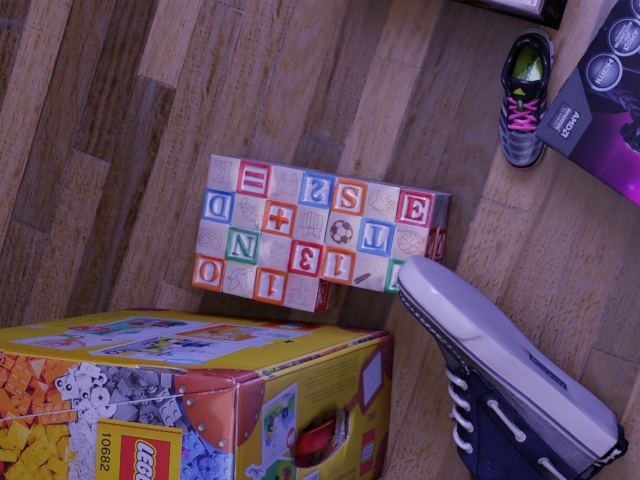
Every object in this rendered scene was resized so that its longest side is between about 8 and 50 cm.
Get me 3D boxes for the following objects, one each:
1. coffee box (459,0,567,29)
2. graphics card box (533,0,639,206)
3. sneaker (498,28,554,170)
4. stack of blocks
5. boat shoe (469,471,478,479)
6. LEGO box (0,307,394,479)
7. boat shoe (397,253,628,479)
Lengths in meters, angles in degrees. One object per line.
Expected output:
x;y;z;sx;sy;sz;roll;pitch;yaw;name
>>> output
0.168;-0.333;1.550;0.246;0.141;0.098;19;98;17;coffee box
0.450;-0.112;1.454;0.371;0.094;0.233;39;109;23;graphics card box
0.240;-0.169;1.564;0.063;0.075;0.171;9;95;19;sneaker
0.000;0.000;1.650;0.297;0.087;0.171;11;96;19;stack of blocks
0.195;0.336;1.618;0.038;0.046;0.125;-12;96;15;boat shoe
-0.166;0.201;1.501;0.372;0.500;0.193;4;93;20;LEGO box
0.186;0.179;1.544;0.340;0.127;0.158;42;109;-2;boat shoe
